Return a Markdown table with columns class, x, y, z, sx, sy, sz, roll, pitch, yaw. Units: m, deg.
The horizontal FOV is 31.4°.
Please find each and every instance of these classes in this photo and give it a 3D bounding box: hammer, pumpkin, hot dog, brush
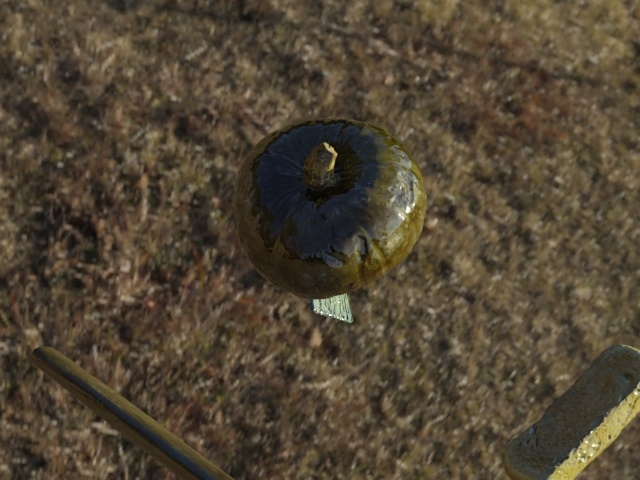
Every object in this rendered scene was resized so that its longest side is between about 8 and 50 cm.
| class | x | y | z | sx | sy | sz | roll | pitch | yaw |
| --- | --- | --- | --- | --- | --- | --- | --- | --- | --- |
| hammer | -0.136 | 0.174 | 0.981 | 0.365 | 0.043 | 0.111 | 27 | 5 | 38 |
| pumpkin | 0.009 | -0.043 | 1.241 | 0.219 | 0.162 | 0.219 | -5 | 53 | 7 |
| hot dog | 0.342 | 0.238 | 1.484 | 0.242 | 0.073 | 0.084 | -43 | 45 | -14 |
| brush | 0.000 | 0.000 | 1.495 | 0.082 | 0.010 | 0.218 | 19 | 55 | -49 |
